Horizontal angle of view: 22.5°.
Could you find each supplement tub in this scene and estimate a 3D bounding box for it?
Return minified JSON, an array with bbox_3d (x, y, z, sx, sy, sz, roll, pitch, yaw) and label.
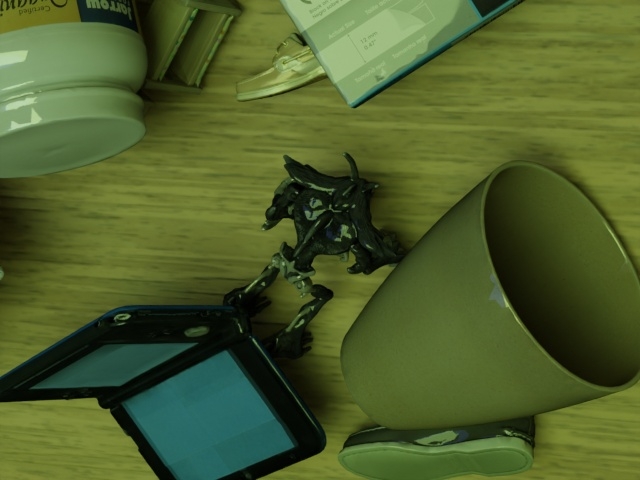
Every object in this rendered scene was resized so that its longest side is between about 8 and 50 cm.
[{"bbox_3d":[-0.307,-0.243,1.676,0.228,0.228,0.316,-18,78,20],"label":"supplement tub"}]

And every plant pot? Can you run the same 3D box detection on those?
[{"bbox_3d":[0.157,0.090,1.690,0.274,0.256,0.256,-32,92,37],"label":"plant pot"}]

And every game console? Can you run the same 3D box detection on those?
[{"bbox_3d":[-0.185,0.194,1.794,0.293,0.250,0.173,-30,67,44],"label":"game console"}]

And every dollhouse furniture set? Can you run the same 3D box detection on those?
[{"bbox_3d":[-0.201,-0.225,1.804,0.161,0.101,0.182,43,114,30],"label":"dollhouse furniture set"}]

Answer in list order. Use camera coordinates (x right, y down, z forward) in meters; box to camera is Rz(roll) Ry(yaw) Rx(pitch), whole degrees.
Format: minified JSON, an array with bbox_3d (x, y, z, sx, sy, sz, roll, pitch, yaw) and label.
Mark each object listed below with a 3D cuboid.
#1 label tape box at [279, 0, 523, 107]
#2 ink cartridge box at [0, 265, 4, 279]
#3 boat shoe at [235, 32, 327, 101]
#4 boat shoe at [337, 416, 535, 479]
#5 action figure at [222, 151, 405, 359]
[{"bbox_3d":[0.043,-0.345,1.646,0.249,0.115,0.347,-32,94,7],"label":"label tape box"},{"bbox_3d":[-0.552,-0.019,1.812,0.279,0.160,0.384,-47,54,20],"label":"ink cartridge box"},{"bbox_3d":[-0.019,-0.199,1.755,0.170,0.063,0.059,-19,94,11],"label":"boat shoe"},{"bbox_3d":[0.131,0.225,1.808,0.228,0.068,0.081,-6,141,22],"label":"boat shoe"},{"bbox_3d":[0.000,0.000,1.756,0.164,0.141,0.275,41,126,6],"label":"action figure"}]
